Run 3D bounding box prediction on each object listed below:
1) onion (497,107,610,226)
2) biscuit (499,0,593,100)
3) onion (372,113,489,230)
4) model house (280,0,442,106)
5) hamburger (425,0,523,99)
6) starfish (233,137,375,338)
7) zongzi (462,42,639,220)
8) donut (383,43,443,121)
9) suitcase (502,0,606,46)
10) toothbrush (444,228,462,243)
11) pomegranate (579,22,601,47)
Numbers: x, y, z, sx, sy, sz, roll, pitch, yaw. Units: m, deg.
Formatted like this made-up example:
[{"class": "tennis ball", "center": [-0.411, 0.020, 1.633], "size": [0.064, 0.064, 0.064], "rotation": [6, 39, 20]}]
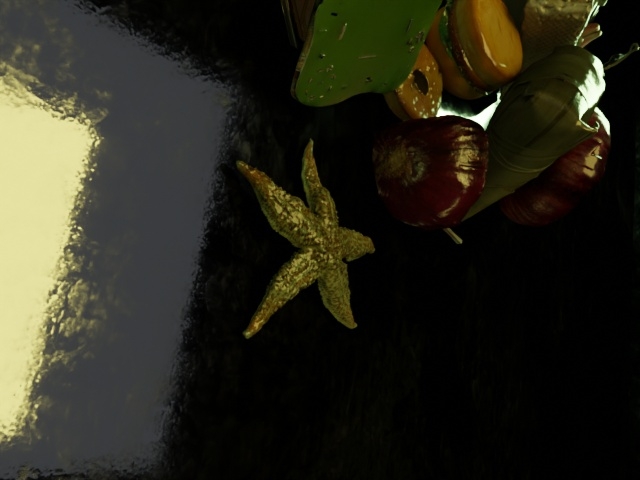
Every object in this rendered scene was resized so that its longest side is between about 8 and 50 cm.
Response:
[{"class": "onion", "center": [0.563, -0.217, 1.360], "size": [0.285, 0.347, 0.347], "rotation": [24, 66, -7]}, {"class": "biscuit", "center": [0.545, -0.468, 1.305], "size": [0.426, 0.144, 0.078], "rotation": [55, 46, -74]}, {"class": "onion", "center": [0.233, -0.128, 1.034], "size": [0.216, 0.207, 0.206], "rotation": [1, 85, -43]}, {"class": "model house", "center": [0.040, -0.367, 0.893], "size": [0.294, 0.154, 0.207], "rotation": [-23, 149, -38]}, {"class": "hamburger", "center": [0.334, -0.438, 1.179], "size": [0.246, 0.170, 0.246], "rotation": [16, 65, -40]}, {"class": "starfish", "center": [0.003, 0.000, 0.867], "size": [0.358, 0.078, 0.347], "rotation": [-11, 94, -48]}, {"class": "zongzi", "center": [0.490, -0.270, 1.212], "size": [0.181, 0.418, 0.447], "rotation": [40, 51, 7]}, {"class": "donut", "center": [0.188, -0.326, 1.090], "size": [0.178, 0.065, 0.162], "rotation": [52, 57, -36]}, {"class": "suitcase", "center": [0.527, -0.627, 1.295], "size": [0.194, 0.339, 0.351], "rotation": [-61, 168, -7]}, {"class": "toothbrush", "center": [0.287, -0.035, 1.229], "size": [0.194, 0.014, 0.017], "rotation": [32, 65, -44]}, {"class": "pomegranate", "center": [0.683, -0.577, 1.522], "size": [0.214, 0.248, 0.214], "rotation": [13, 72, -47]}]
